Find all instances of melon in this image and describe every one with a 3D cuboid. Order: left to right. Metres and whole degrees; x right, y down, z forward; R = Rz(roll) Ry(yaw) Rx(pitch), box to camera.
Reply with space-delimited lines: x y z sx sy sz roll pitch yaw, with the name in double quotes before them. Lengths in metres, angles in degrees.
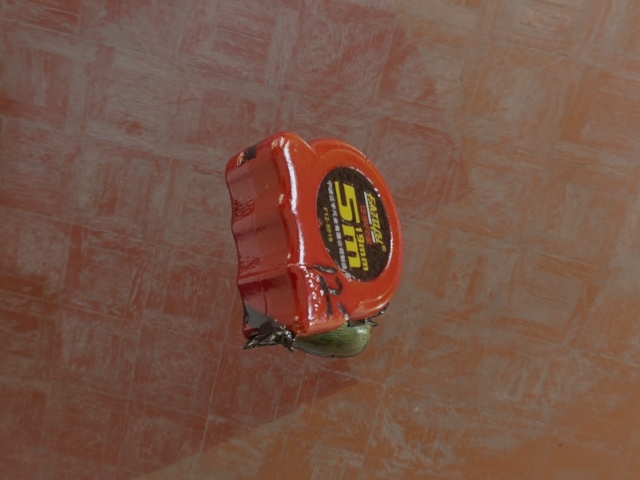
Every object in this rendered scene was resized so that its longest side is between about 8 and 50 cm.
"melon" 0.005 0.147 0.845 0.162 0.099 0.099 9 103 -2

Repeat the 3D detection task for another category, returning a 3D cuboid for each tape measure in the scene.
"tape measure" 0.000 -0.001 0.634 0.113 0.260 0.254 -15 80 39
